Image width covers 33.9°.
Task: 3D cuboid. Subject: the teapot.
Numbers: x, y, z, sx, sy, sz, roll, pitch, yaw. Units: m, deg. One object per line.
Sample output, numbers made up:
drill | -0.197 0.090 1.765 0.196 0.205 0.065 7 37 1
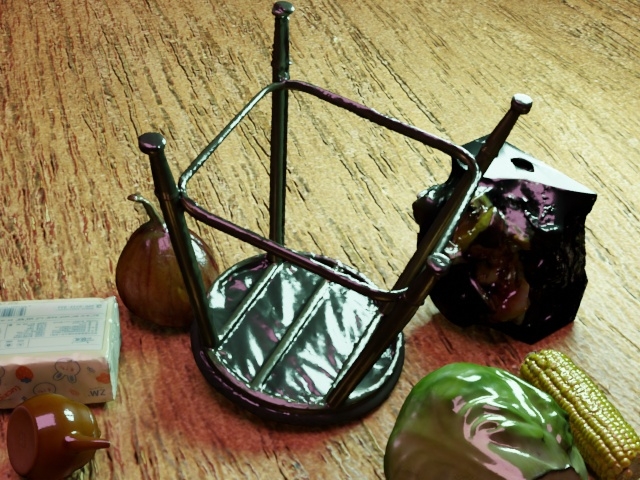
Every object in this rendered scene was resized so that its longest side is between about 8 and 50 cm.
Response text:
teapot | -0.328 0.245 1.320 0.116 0.116 0.173 -33 21 -37

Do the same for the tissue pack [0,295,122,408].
tissue pack | -0.377 0.154 1.445 0.196 0.092 0.148 -4 36 -3

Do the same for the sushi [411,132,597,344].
sushi | 0.246 0.009 1.535 0.212 0.227 0.215 -22 41 -28

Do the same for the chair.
chair | 0.000 0.000 1.355 0.362 0.410 0.364 23 45 10

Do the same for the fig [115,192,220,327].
fig | -0.232 0.031 1.561 0.148 0.202 0.149 -11 0 -37

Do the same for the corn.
corn | 0.340 0.223 1.368 0.080 0.080 0.238 -15 39 -21

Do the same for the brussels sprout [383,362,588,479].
brussels sprout | 0.193 0.254 1.227 0.244 0.244 0.244 0 36 0
